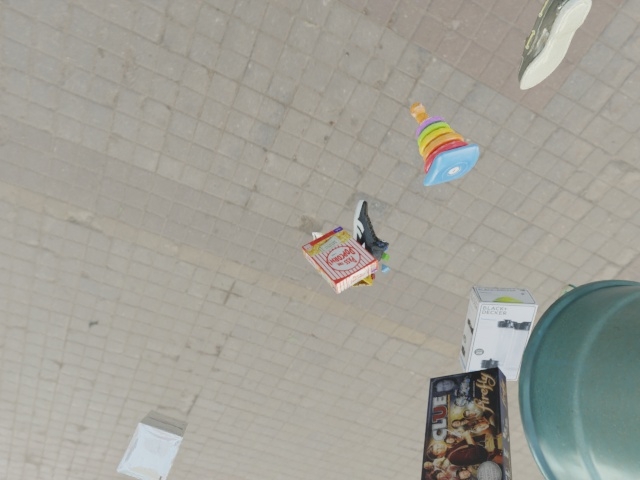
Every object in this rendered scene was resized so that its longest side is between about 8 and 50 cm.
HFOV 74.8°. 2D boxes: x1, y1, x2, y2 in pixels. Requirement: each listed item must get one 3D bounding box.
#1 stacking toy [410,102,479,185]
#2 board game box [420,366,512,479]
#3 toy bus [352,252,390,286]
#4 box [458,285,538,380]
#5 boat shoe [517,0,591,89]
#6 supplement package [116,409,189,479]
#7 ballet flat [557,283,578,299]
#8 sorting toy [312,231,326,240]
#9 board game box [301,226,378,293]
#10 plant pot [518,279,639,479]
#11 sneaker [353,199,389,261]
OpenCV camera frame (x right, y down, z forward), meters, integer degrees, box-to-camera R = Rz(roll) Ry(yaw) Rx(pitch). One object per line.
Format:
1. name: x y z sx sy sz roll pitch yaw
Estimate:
1. stacking toy: 0.384 -0.351 1.419 0.165 0.302 0.175 -16 155 -12
2. board game box: 0.295 0.384 0.851 0.165 0.243 0.042 -24 118 34
3. toy bus: 0.157 0.084 1.670 0.191 0.202 0.104 -49 138 5
4. box: 0.532 0.286 1.279 0.168 0.087 0.290 3 116 4
5. boat shoe: 0.623 -0.553 1.158 0.109 0.091 0.305 -20 158 -7
6. supplement package: -0.381 0.474 0.973 0.105 0.105 0.179 24 163 -7
7. ballet flat: 0.901 0.227 1.427 0.248 0.086 0.086 27 119 -20
8. sorting toy: 0.000 0.000 1.560 0.075 0.044 0.084 15 118 29
9. board game box: 0.056 0.053 1.249 0.146 0.193 0.045 -29 137 -19
10. plant pot: 0.452 0.193 0.424 0.340 0.342 0.334 5 168 -6
11. sneaker: 0.172 -0.023 1.393 0.121 0.079 0.217 7 95 17
